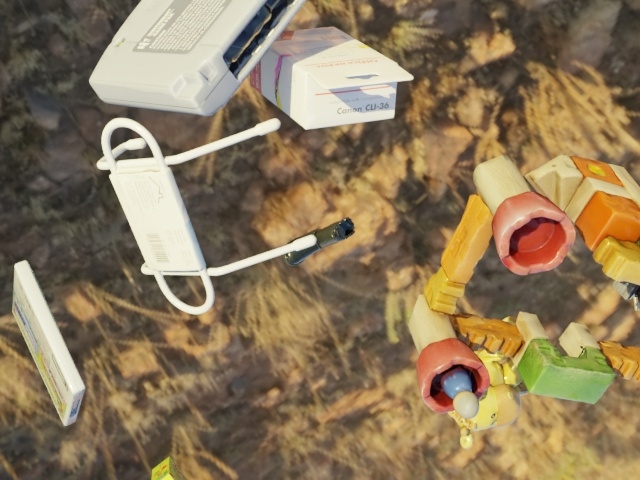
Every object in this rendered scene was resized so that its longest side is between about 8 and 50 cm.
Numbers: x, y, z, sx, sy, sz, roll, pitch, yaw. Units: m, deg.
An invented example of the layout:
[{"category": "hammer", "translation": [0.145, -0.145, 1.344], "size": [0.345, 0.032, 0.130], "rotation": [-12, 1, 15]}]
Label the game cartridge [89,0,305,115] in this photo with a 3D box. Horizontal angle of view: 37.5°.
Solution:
[{"category": "game cartridge", "translation": [-0.112, -0.254, 1.019], "size": [0.294, 0.196, 0.060], "rotation": [-56, 138, -22]}]

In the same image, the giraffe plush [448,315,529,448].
[{"category": "giraffe plush", "translation": [0.275, 0.249, 1.592], "size": [0.210, 0.170, 0.181], "rotation": [-21, 115, 16]}]

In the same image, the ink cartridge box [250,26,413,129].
[{"category": "ink cartridge box", "translation": [0.009, -0.180, 1.063], "size": [0.115, 0.198, 0.067], "rotation": [-11, 120, -23]}]

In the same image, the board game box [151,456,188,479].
[{"category": "board game box", "translation": [-0.265, 0.458, 1.721], "size": [0.043, 0.092, 0.181], "rotation": [-38, -177, -9]}]

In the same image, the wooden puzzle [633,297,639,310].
[{"category": "wooden puzzle", "translation": [0.509, 0.075, 1.484], "size": [0.078, 0.116, 0.014], "rotation": [4, 170, -38]}]

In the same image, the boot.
[{"category": "boot", "translation": [0.000, 0.001, 1.690], "size": [0.099, 0.045, 0.121], "rotation": [-17, -168, 45]}]

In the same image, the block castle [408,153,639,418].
[{"category": "block castle", "translation": [0.360, 0.096, 1.148], "size": [0.453, 0.213, 0.303], "rotation": [13, 121, -18]}]

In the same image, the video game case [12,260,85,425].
[{"category": "video game case", "translation": [-0.412, 0.159, 1.417], "size": [0.023, 0.212, 0.193], "rotation": [-22, 165, -27]}]

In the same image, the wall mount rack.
[{"category": "wall mount rack", "translation": [-0.188, -0.058, 1.494], "size": [0.130, 0.304, 0.350], "rotation": [-48, 129, -48]}]
